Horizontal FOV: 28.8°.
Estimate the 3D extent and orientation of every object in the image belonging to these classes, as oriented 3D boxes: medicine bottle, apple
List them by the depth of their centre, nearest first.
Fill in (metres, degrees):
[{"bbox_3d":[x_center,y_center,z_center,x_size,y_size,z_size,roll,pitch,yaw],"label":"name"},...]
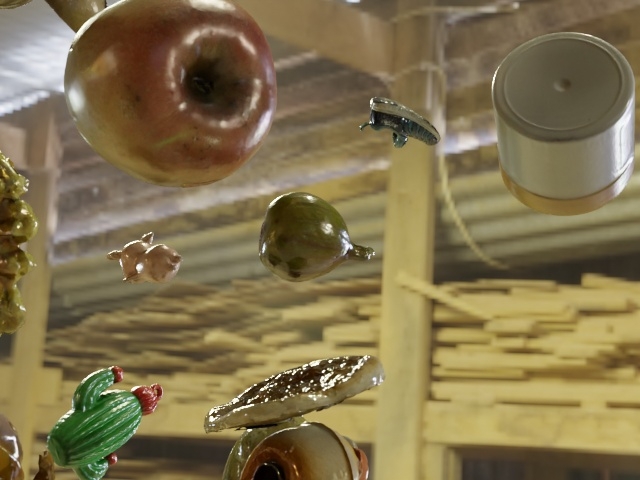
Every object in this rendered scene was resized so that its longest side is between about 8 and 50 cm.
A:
[{"bbox_3d":[-0.250,-0.242,2.041,0.338,0.339,0.305,10,-11,-33],"label":"apple"},{"bbox_3d":[0.419,-0.198,2.131,0.237,0.238,0.232,0,-32,12],"label":"medicine bottle"}]

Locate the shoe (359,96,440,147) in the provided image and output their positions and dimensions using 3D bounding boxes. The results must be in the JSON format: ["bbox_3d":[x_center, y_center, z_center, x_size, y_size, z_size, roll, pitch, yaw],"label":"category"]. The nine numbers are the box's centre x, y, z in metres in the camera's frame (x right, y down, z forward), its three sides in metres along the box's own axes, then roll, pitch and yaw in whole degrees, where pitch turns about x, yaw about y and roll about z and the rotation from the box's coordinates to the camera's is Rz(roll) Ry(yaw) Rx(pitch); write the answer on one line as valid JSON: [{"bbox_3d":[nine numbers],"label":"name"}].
[{"bbox_3d":[0.140,-0.192,2.122,0.143,0.071,0.064,21,14,-23],"label":"shoe"}]

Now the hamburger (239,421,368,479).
[{"bbox_3d":[-0.028,0.382,1.832,0.147,0.237,0.237,21,-20,-38],"label":"hamburger"}]

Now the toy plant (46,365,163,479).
[{"bbox_3d":[-0.367,0.298,2.119,0.088,0.240,0.155,1,-46,40],"label":"toy plant"}]

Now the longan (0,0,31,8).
[{"bbox_3d":[-0.562,-0.495,2.165,0.198,0.198,0.212,16,22,-49],"label":"longan"}]

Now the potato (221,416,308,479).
[{"bbox_3d":[-0.071,0.452,2.101,0.218,0.351,0.202,-6,9,-14],"label":"potato"}]

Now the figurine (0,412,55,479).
[{"bbox_3d":[-0.563,0.419,1.893,0.387,0.268,0.401,25,31,33],"label":"figurine"}]

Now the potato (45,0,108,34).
[{"bbox_3d":[-0.526,-0.530,2.513,0.261,0.120,0.100,47,5,23],"label":"potato"}]

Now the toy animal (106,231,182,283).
[{"bbox_3d":[-0.295,0.035,2.165,0.150,0.089,0.083,10,8,40],"label":"toy animal"}]

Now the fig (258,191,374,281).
[{"bbox_3d":[-0.010,0.010,2.006,0.186,0.142,0.148,24,-26,3],"label":"fig"}]

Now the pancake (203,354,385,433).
[{"bbox_3d":[-0.040,0.227,1.829,0.282,0.049,0.282,-18,4,1],"label":"pancake"}]

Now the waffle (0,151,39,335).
[{"bbox_3d":[-0.460,-0.002,1.567,0.068,0.325,0.302,-2,-44,-43],"label":"waffle"}]
